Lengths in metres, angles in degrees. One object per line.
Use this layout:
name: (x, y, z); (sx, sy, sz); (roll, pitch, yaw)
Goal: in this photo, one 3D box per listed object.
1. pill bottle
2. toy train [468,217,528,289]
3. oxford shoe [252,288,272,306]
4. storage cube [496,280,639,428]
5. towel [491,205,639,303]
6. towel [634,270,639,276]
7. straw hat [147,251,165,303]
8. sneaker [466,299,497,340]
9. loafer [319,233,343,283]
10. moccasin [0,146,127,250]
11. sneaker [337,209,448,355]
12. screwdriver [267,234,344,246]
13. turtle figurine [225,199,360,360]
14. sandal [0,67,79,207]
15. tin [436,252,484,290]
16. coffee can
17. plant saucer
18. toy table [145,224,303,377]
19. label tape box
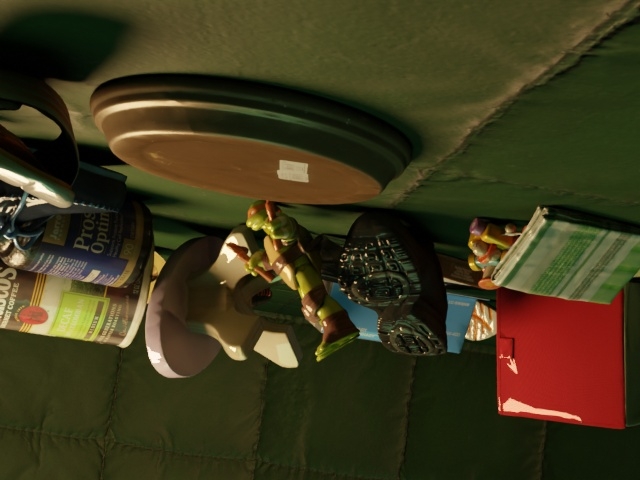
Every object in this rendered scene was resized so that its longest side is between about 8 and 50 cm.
pill bottle: (-0.339, -0.015, 1.209); (0.219, 0.123, 0.123); (14, 170, -34)
toy train: (0.226, 0.024, 1.063); (0.125, 0.046, 0.166); (14, 159, 10)
oxford shoe: (-0.155, 0.100, 1.996); (0.098, 0.097, 0.271); (-11, 178, -6)
storage cube: (0.370, 0.143, 1.267); (0.184, 0.215, 0.193); (4, 176, -43)
towel: (0.268, 0.018, 0.984); (0.152, 0.023, 0.113); (10, 134, -21)
towel: (0.342, 0.024, 1.113); (0.148, 0.027, 0.110); (9, 171, -4)
straw hat: (-0.345, 0.049, 1.840); (0.144, 0.144, 0.061); (6, -151, 16)
sneaker: (0.294, 0.153, 1.913); (0.083, 0.084, 0.215); (-2, -176, -42)
loafer: (0.067, 0.037, 1.323); (0.170, 0.061, 0.062); (14, 170, -8)
moccasin: (-0.374, -0.045, 1.057); (0.342, 0.117, 0.138); (5, 171, 21)
sneaker: (0.099, 0.037, 1.193); (0.109, 0.130, 0.286); (1, 147, 19)
screwdriver: (0.000, 0.000, 1.347); (0.170, 0.024, 0.025); (6, 145, -31)
turtle figurine: (-0.031, 0.034, 1.120); (0.087, 0.217, 0.269); (-28, 170, -18)
sandal: (-0.252, -0.102, 0.745); (0.102, 0.076, 0.265); (32, 180, -35)
tin: (0.177, 0.046, 1.413); (0.190, 0.040, 0.106); (16, 165, -41)
coffee can: (-0.411, 0.042, 1.404); (0.275, 0.201, 0.201); (11, 171, -23)
plant saucer: (-0.061, -0.076, 0.804); (0.278, 0.041, 0.278); (8, 171, 1)
toy table: (-0.137, 0.091, 1.427); (0.161, 0.274, 0.252); (-7, 133, 24)
label tape box: (0.113, 0.117, 1.570); (0.241, 0.106, 0.334); (10, 180, -8)
